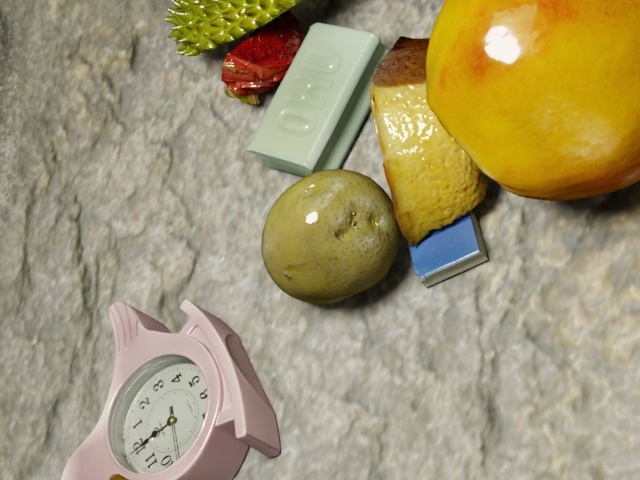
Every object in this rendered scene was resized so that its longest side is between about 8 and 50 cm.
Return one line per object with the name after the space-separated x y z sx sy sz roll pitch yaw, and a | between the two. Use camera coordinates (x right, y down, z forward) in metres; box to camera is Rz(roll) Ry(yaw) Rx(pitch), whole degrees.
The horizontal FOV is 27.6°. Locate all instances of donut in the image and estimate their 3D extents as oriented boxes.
0.133 -0.160 1.531 0.112 0.151 0.295 -11 52 19 | donut

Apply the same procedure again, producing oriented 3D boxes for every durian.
-0.091 -0.339 1.764 0.355 0.169 0.157 -13 82 45 | durian

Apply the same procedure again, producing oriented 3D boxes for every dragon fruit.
-0.073 -0.234 1.773 0.162 0.083 0.106 -56 -3 -47 | dragon fruit

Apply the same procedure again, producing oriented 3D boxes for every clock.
-0.211 0.203 1.619 0.275 0.080 0.290 -36 49 13 | clock

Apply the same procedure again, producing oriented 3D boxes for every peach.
0.276 -0.198 1.377 0.308 0.289 0.289 -32 50 23 | peach

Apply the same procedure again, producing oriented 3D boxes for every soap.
0.002 -0.179 1.696 0.119 0.066 0.198 18 76 38 | soap

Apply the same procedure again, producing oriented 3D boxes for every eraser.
0.147 0.009 1.513 0.084 0.027 0.063 -26 53 21 | eraser

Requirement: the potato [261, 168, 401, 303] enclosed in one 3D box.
0.000 0.000 1.543 0.194 0.157 0.157 -20 49 60 | potato

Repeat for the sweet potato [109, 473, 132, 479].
-0.106 0.359 1.437 0.108 0.079 0.346 -33 59 -23 | sweet potato
